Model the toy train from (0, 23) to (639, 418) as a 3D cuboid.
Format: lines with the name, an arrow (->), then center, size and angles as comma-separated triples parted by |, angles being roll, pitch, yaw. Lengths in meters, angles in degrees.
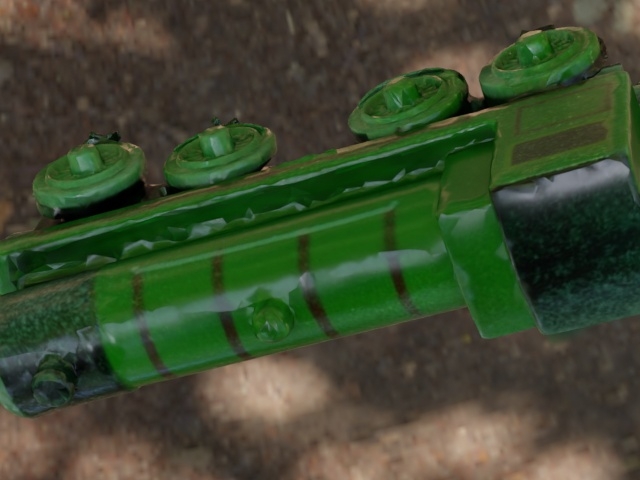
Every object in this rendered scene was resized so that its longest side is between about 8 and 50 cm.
toy train -> 0.000, 0.000, 0.628 | 0.251, 0.119, 0.085 | -15, 115, 16
